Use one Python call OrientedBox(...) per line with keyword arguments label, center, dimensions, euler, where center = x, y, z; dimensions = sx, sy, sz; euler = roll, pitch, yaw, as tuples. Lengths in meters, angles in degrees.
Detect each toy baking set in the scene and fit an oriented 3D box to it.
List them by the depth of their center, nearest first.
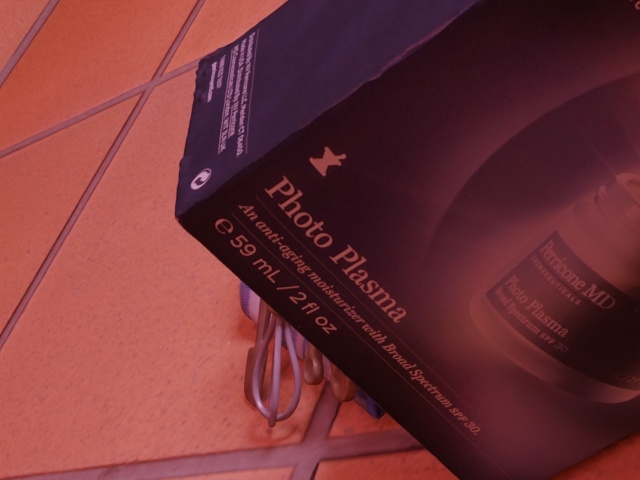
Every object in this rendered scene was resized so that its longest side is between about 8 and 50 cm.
OrientedBox(label="toy baking set", center=(-0.023, 0.038, 0.994), dimensions=(0.256, 0.030, 0.196), euler=(-33, 57, 59))

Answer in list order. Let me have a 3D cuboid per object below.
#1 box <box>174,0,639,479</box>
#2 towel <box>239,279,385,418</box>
OrientedBox(label="box", center=(0.125, -0.044, 0.746), dimensions=(0.294, 0.296, 0.182), euler=(-35, 29, 22))
OrientedBox(label="towel", center=(0.000, 0.000, 1.031), dimensions=(0.285, 0.034, 0.209), euler=(-149, 65, -64))
